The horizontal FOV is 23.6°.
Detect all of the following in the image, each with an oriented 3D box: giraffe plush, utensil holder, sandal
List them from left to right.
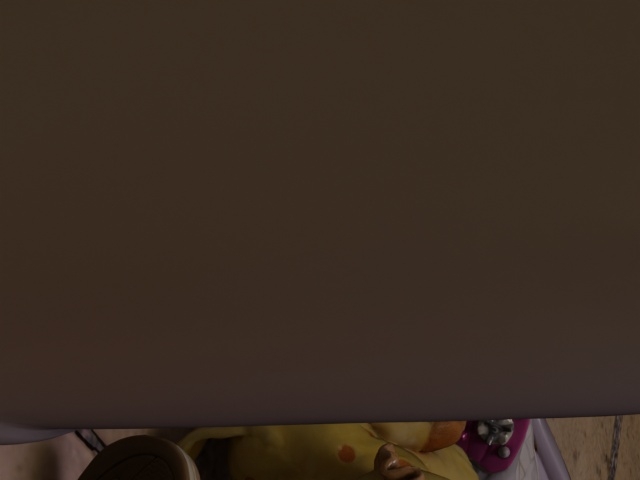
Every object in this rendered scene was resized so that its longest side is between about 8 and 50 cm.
[{"bbox_3d":[0.019,-0.080,0.616,0.327,0.385,0.328,-3,90,-66],"label":"utensil holder"},{"bbox_3d":[0.035,0.150,0.806,0.181,0.170,0.210,-41,129,-9],"label":"giraffe plush"},{"bbox_3d":[0.171,0.198,1.311,0.102,0.076,0.265,48,21,-75],"label":"sandal"}]

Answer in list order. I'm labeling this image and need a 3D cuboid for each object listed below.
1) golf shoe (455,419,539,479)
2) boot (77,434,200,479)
[{"bbox_3d":[0.109,0.156,1.145,0.140,0.115,0.306,-50,139,-71],"label":"golf shoe"},{"bbox_3d":[-0.068,0.204,0.756,0.165,0.077,0.213,19,77,-63],"label":"boot"}]
